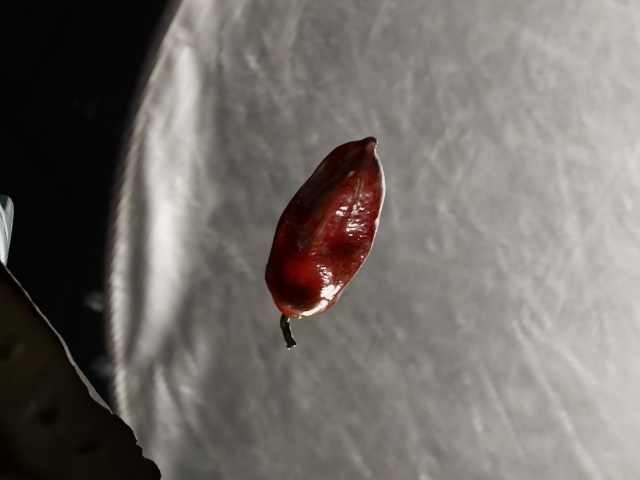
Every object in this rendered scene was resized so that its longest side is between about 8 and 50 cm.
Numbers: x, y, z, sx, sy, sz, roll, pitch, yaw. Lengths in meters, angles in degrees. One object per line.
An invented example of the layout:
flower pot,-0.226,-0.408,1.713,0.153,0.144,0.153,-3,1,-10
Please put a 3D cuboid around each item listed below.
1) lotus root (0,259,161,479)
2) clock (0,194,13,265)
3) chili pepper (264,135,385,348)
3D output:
lotus root,-0.181,0.098,0.605,0.188,0.199,0.180,61,158,-9
clock,-0.294,-0.065,0.827,0.223,0.094,0.274,-12,118,2
chili pepper,-0.001,-0.001,0.975,0.059,0.050,0.191,7,138,-16
